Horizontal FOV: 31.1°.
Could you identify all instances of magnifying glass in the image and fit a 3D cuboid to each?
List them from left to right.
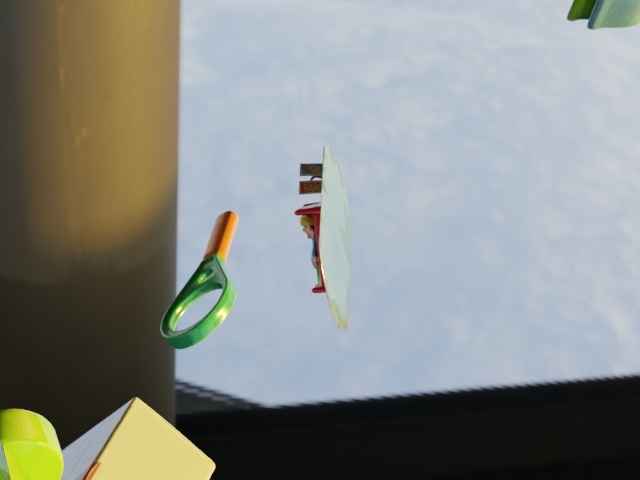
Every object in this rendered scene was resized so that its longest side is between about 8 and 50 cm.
[{"bbox_3d":[-0.125,0.039,1.300,0.092,0.026,0.231,-27,-152,24],"label":"magnifying glass"}]

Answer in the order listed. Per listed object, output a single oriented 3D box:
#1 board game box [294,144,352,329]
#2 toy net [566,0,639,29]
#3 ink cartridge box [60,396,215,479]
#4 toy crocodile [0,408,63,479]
[{"bbox_3d":[0.000,0.000,1.054,0.033,0.133,0.169,-5,-127,11],"label":"board game box"},{"bbox_3d":[0.195,-0.213,0.574,0.045,0.122,0.232,26,-105,10],"label":"toy net"},{"bbox_3d":[-0.361,0.429,1.601,0.160,0.384,0.279,43,-142,-14],"label":"ink cartridge box"},{"bbox_3d":[-0.184,0.118,0.543,0.105,0.341,0.115,-23,-128,-7],"label":"toy crocodile"}]
